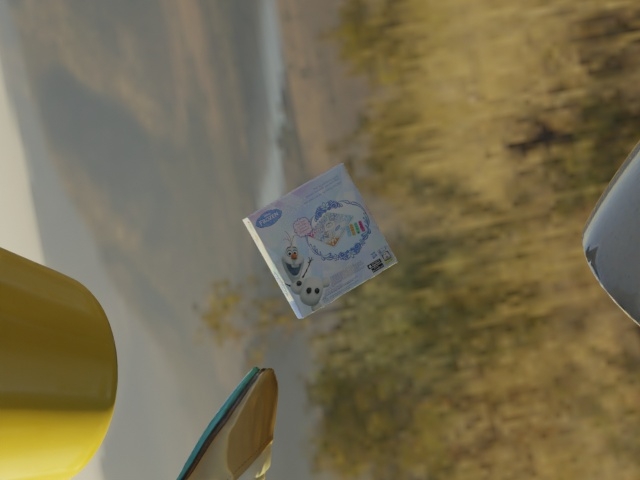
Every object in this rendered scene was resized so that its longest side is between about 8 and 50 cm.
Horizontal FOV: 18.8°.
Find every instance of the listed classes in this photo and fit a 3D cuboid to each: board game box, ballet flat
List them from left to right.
[{"bbox_3d":[-0.084,0.195,1.376,0.073,0.232,0.080,38,-170,4],"label":"ballet flat"},{"bbox_3d":[0.000,0.000,1.505,0.090,0.090,0.020,61,164,-5],"label":"board game box"}]

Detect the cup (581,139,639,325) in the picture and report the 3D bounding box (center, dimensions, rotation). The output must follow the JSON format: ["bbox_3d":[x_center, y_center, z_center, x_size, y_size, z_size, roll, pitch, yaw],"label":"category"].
[{"bbox_3d":[0.355,-0.042,1.172,0.331,0.331,0.237,-115,40,-59],"label":"cup"}]

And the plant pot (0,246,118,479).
[{"bbox_3d":[-0.285,0.092,1.388,0.254,0.239,0.254,-10,76,44],"label":"plant pot"}]
